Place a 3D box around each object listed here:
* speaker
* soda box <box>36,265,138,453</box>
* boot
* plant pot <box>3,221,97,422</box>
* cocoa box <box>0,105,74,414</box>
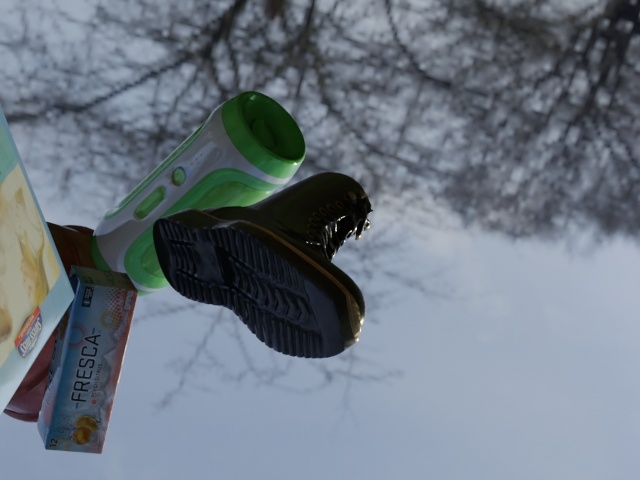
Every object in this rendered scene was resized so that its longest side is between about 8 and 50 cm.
[{"bbox_3d":[-0.154,-0.054,1.803,0.131,0.296,0.131,34,-146,-27],"label":"speaker"},{"bbox_3d":[-0.237,0.122,1.485,0.063,0.183,0.058,9,-167,-23],"label":"soda box"},{"bbox_3d":[0.000,0.000,0.910,0.137,0.077,0.198,-22,-151,-29],"label":"boot"},{"bbox_3d":[-0.434,0.070,1.847,0.272,0.272,0.265,38,-172,40],"label":"plant pot"},{"bbox_3d":[-0.387,0.049,1.234,0.228,0.231,0.347,-13,-158,13],"label":"cocoa box"}]
